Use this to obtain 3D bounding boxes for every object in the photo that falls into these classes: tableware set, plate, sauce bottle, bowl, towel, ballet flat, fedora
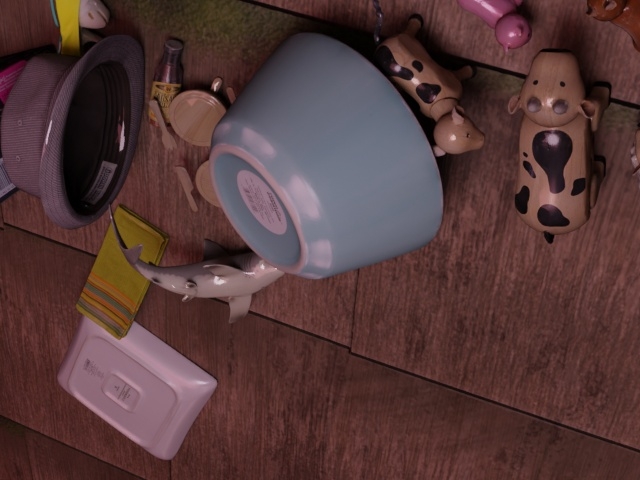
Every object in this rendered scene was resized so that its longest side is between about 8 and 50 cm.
[{"bbox_3d":[-0.151,-0.133,1.321,0.128,0.039,0.194,-6,124,18],"label":"tableware set"},{"bbox_3d":[-0.349,0.263,1.684,0.278,0.045,0.277,35,131,4],"label":"plate"},{"bbox_3d":[-0.214,-0.218,1.293,0.042,0.042,0.128,26,131,11],"label":"sauce bottle"},{"bbox_3d":[-0.019,-0.075,1.128,0.311,0.163,0.311,41,153,26],"label":"bowl"},{"bbox_3d":[-0.331,0.057,1.533,0.102,0.021,0.237,32,123,4],"label":"towel"},{"bbox_3d":[-0.332,-0.294,1.296,0.077,0.077,0.230,9,130,-3],"label":"ballet flat"},{"bbox_3d":[-0.346,-0.158,1.262,0.124,0.243,0.275,16,116,12],"label":"fedora"}]

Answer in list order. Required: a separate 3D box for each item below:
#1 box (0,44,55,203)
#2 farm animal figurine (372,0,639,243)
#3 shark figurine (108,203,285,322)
[{"bbox_3d":[-0.480,-0.155,1.341,0.142,0.247,0.163,-3,120,31],"label":"box"},{"bbox_3d":[0.233,-0.140,1.021,0.330,0.172,0.326,-8,116,32],"label":"farm animal figurine"},{"bbox_3d":[-0.186,0.030,1.384,0.278,0.116,0.166,7,136,-20],"label":"shark figurine"}]
